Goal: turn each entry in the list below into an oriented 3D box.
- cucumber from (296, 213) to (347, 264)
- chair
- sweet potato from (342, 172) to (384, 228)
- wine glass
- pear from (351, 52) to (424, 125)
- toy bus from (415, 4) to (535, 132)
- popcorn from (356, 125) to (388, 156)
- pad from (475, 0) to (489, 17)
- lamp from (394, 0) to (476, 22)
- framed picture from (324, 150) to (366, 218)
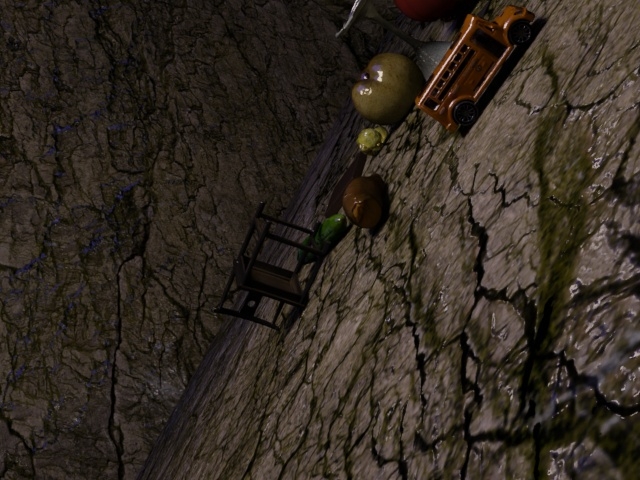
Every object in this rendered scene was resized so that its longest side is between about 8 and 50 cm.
[{"bbox_3d":[0.000,0.000,1.624,0.250,0.056,0.056,-43,16,54],"label":"cucumber"},{"bbox_3d":[-0.102,0.075,1.531,0.141,0.154,0.260,-115,46,-67],"label":"chair"},{"bbox_3d":[0.077,-0.072,1.352,0.077,0.077,0.244,-56,4,16],"label":"sweet potato"},{"bbox_3d":[0.152,-0.330,1.273,0.156,0.232,0.156,-57,8,13],"label":"wine glass"},{"bbox_3d":[0.149,-0.344,1.727,0.167,0.136,0.167,-55,13,19],"label":"pear"},{"bbox_3d":[0.218,-0.254,1.087,0.194,0.088,0.083,-56,7,17],"label":"toy bus"},{"bbox_3d":[0.124,-0.235,1.776,0.083,0.059,0.068,-36,-27,-13],"label":"popcorn"},{"bbox_3d":[0.280,-0.384,1.548,0.143,0.003,0.211,-48,12,55],"label":"pad"},{"bbox_3d":[0.269,-0.594,1.731,0.227,0.227,0.227,-57,7,11],"label":"lamp"},{"bbox_3d":[0.064,-0.137,1.891,0.128,0.023,0.168,-53,9,29],"label":"framed picture"}]
